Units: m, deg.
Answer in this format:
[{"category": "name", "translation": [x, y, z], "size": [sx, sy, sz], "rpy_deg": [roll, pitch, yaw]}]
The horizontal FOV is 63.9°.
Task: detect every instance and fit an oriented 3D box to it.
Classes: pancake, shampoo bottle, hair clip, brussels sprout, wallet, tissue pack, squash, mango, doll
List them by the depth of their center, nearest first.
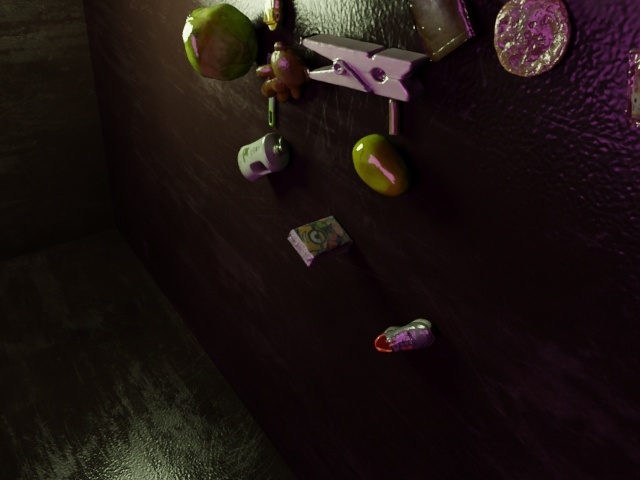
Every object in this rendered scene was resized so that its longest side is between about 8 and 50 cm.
[{"category": "pancake", "translation": [0.347, -0.340, 0.848], "size": [0.139, 0.022, 0.139], "rpy_deg": [31, 132, 42]}, {"category": "wallet", "translation": [0.209, -0.474, 0.965], "size": [0.137, 0.031, 0.255], "rpy_deg": [-14, 94, 60]}, {"category": "hair clip", "translation": [0.088, -0.384, 1.137], "size": [0.330, 0.085, 0.101], "rpy_deg": [32, 134, 41]}, {"category": "squash", "translation": [0.165, -0.278, 1.139], "size": [0.027, 0.027, 0.083], "rpy_deg": [24, 126, 47]}, {"category": "mango", "translation": [0.137, -0.167, 1.183], "size": [0.163, 0.089, 0.117], "rpy_deg": [60, 146, 12]}, {"category": "hair clip", "translation": [-0.131, -0.642, 1.342], "size": [0.072, 0.046, 0.173], "rpy_deg": [15, 118, 54]}, {"category": "doll", "translation": [-0.096, -0.443, 1.372], "size": [0.137, 0.097, 0.209], "rpy_deg": [33, 158, -15]}, {"category": "tissue pack", "translation": [0.000, 0.000, 1.418], "size": [0.109, 0.148, 0.060], "rpy_deg": [53, 142, 22]}, {"category": "brussels sprout", "translation": [-0.279, -0.554, 1.448], "size": [0.161, 0.223, 0.223], "rpy_deg": [14, 119, 56]}, {"category": "shampoo bottle", "translation": [-0.164, -0.257, 1.565], "size": [0.234, 0.087, 0.118], "rpy_deg": [-9, 98, 56]}]

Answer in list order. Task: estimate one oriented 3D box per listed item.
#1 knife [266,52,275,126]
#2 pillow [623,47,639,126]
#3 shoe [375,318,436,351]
[{"category": "knife", "translation": [-0.134, -0.431, 1.495], "size": [0.054, 0.015, 0.212], "rpy_deg": [30, 131, 34]}, {"category": "pillow", "translation": [0.504, -0.207, 0.682], "size": [0.185, 0.043, 0.118], "rpy_deg": [22, 131, 52]}, {"category": "shoe", "translation": [0.214, 0.253, 1.316], "size": [0.194, 0.077, 0.074], "rpy_deg": [-28, 84, 57]}]
